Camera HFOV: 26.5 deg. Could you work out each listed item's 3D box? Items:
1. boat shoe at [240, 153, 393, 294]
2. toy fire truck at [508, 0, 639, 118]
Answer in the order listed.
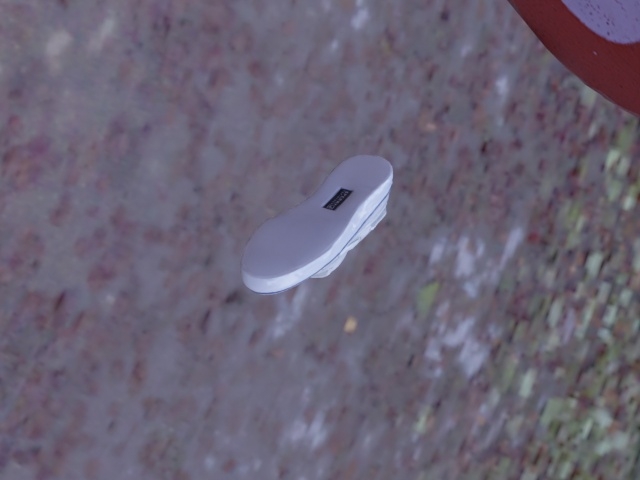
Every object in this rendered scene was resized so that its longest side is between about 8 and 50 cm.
[{"bbox_3d":[0.000,0.000,0.599,0.100,0.035,0.035,-46,145,-43],"label":"boat shoe"},{"bbox_3d":[0.187,-0.047,0.294,0.169,0.302,0.254,-40,107,-11],"label":"toy fire truck"}]
